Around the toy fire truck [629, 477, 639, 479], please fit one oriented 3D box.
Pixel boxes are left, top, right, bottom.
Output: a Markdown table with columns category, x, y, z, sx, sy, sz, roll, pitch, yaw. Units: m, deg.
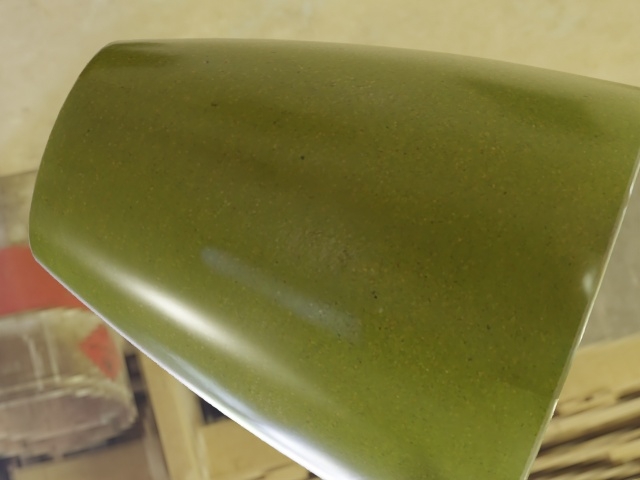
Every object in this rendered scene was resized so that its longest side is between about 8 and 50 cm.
| category | x | y | z | sx | sy | sz | roll | pitch | yaw |
| --- | --- | --- | --- | --- | --- | --- | --- | --- | --- |
| toy fire truck | 0.176 | 0.274 | 0.791 | 0.159 | 0.246 | 0.217 | -11 | 139 | -4 |

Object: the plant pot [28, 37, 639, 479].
| category | x | y | z | sx | sy | sz | roll | pitch | yaw |
| --- | --- | --- | --- | --- | --- | --- | --- | --- | --- |
| plant pot | 0.000 | 0.000 | 0.845 | 0.294 | 0.274 | 0.275 | 20 | 156 | 8 |
